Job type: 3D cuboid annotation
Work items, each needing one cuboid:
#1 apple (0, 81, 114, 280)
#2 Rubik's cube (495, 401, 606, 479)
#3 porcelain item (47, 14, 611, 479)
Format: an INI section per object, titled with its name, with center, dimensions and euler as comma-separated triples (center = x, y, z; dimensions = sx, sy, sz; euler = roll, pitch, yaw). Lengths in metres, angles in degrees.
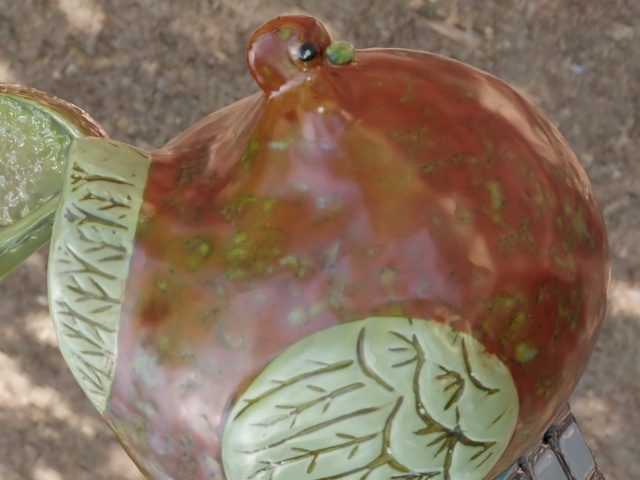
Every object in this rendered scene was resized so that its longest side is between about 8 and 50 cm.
[apple]
center = -0.236, -0.004, 0.845
dimensions = 0.120, 0.265, 0.193
euler = 57, 170, -8
[Rubik's cube]
center = 0.075, 0.299, 1.275
dimensions = 0.293, 0.292, 0.287
euler = -23, 96, 32
[porcelain item]
center = 0.000, 0.000, 0.703
dimensions = 0.253, 0.253, 0.253
euler = 17, 143, 13
